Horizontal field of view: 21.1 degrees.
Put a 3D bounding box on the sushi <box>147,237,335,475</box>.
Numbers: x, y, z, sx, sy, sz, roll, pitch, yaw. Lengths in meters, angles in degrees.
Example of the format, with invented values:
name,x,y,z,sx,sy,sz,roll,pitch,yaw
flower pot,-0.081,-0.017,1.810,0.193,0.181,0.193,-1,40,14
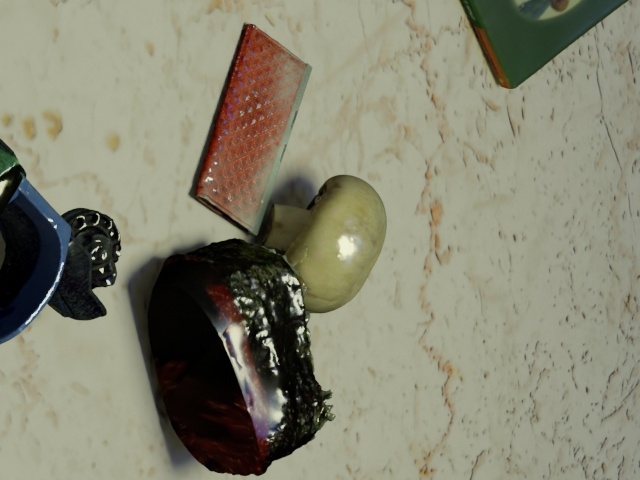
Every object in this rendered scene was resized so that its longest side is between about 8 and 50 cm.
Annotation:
name,x,y,z,sx,sy,sz,roll,pitch,yaw
sushi,-0.082,0.111,1.683,0.126,0.136,0.225,-31,110,-48

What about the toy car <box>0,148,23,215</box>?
name,x,y,z,sx,sy,sz,roll,pitch,yaw
toy car,-0.378,-0.080,1.210,0.320,0.097,0.141,29,66,-4

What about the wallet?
name,x,y,z,sx,sy,sz,roll,pitch,yaw
wallet,-0.069,-0.114,1.765,0.103,0.020,0.197,33,68,-48

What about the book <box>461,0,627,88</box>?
name,x,y,z,sx,sy,sz,roll,pitch,yaw
book,0.250,-0.398,2.044,0.260,0.043,0.371,-37,123,-13

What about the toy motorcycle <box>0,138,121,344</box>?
name,x,y,z,sx,sy,sz,roll,pitch,yaw
toy motorcycle,-0.310,-0.011,1.411,0.213,0.125,0.358,-57,131,-19

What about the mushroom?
name,x,y,z,sx,sy,sz,roll,pitch,yaw
mushroom,0.000,0.000,1.784,0.154,0.122,0.154,-155,-90,-89
